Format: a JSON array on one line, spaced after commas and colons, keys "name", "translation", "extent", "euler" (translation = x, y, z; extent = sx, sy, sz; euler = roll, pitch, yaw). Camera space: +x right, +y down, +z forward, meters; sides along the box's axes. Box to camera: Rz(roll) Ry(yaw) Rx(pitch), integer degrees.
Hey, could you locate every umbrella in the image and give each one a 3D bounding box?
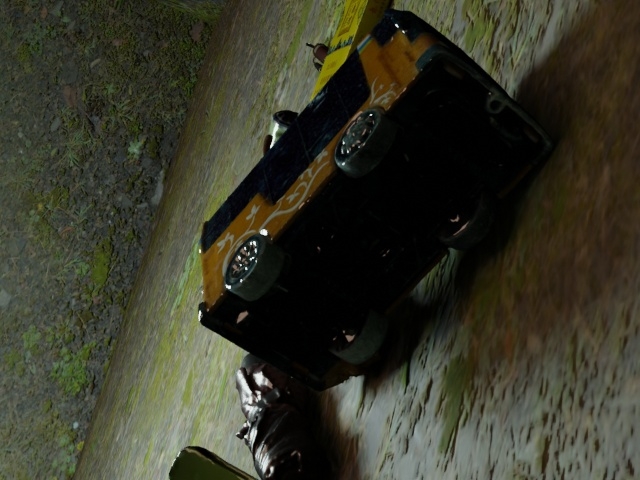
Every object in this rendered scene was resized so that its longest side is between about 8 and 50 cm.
[{"name": "umbrella", "translation": [-0.053, 0.204, 1.147], "extent": [0.326, 0.090, 0.094], "euler": [-121, 32, -70]}]

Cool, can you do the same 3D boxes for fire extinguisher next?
[{"name": "fire extinguisher", "translation": [0.006, -0.326, 1.742], "extent": [0.173, 0.035, 0.049], "euler": [-117, 11, -69]}]

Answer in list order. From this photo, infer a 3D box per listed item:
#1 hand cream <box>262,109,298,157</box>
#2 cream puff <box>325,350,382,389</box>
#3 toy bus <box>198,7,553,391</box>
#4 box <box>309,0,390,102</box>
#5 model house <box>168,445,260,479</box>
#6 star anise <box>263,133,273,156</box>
[{"name": "hand cream", "translation": [-0.091, -0.142, 1.793], "extent": [0.086, 0.055, 0.235], "euler": [-86, 16, -53]}, {"name": "cream puff", "translation": [0.018, 0.107, 1.041], "extent": [0.122, 0.094, 0.116], "euler": [-36, 22, 2]}, {"name": "toy bus", "translation": [0.036, -0.042, 0.904], "extent": [0.323, 0.162, 0.194], "euler": [-48, 26, 17]}, {"name": "box", "translation": [0.058, -0.337, 1.562], "extent": [0.153, 0.041, 0.278], "euler": [-167, 97, -76]}, {"name": "model house", "translation": [-0.050, 0.351, 0.926], "extent": [0.154, 0.207, 0.293], "euler": [-3, -70, -58]}, {"name": "star anise", "translation": [-0.092, -0.073, 1.640], "extent": [0.177, 0.073, 0.233], "euler": [178, 96, -82]}]
